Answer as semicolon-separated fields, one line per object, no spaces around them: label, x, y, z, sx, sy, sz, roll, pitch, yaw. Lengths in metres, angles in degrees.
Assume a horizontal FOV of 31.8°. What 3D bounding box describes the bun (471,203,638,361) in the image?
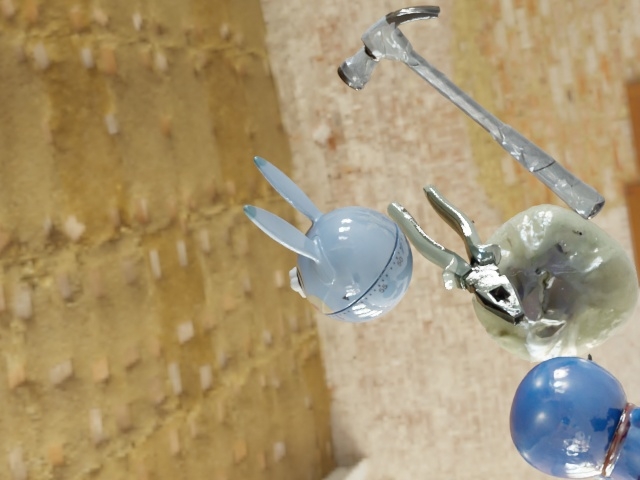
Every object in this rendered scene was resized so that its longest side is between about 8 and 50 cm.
bun;0.379;0.081;1.851;0.168;0.272;0.273;-46;-55;-73

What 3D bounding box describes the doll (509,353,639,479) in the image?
doll;0.374;0.243;1.453;0.161;0.256;0.215;-50;-23;-44

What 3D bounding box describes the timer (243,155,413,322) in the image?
timer;0.000;0.017;1.504;0.175;0.255;0.175;-162;90;-79

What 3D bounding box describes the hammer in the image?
hammer;0.225;-0.156;1.536;0.427;0.152;0.044;38;-156;-19

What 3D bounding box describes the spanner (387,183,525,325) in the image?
spanner;0.200;0.019;1.598;0.325;0.095;0.040;54;167;49
